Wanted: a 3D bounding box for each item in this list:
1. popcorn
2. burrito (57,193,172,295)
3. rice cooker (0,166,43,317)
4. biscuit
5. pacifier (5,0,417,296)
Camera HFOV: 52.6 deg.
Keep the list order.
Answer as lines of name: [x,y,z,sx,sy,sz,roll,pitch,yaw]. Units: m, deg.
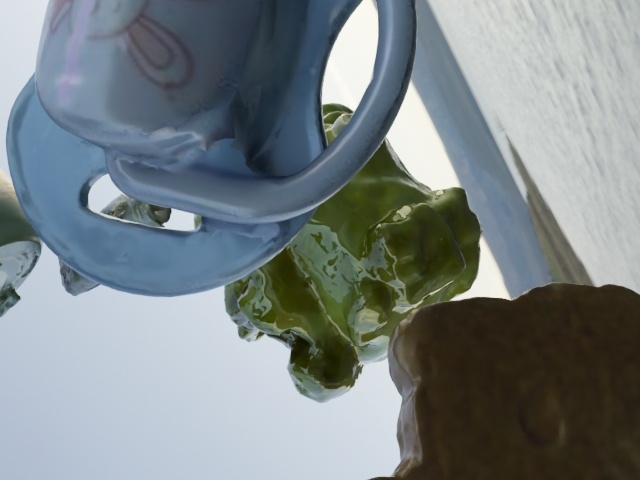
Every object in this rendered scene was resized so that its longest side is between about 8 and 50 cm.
popcorn: [0.000,0.000,0.615,0.250,0.241,0.235,51,176,18]
burrito: [-0.185,0.001,0.562,0.045,0.188,0.058,31,-131,-26]
rice cooker: [-0.355,-0.024,0.487,0.244,0.226,0.226,50,-163,3]
biscuit: [0.164,0.151,0.354,0.375,0.051,0.269,-3,-122,-24]
pacifier: [-0.056,-0.106,0.410,0.226,0.238,0.287,19,-100,-78]
